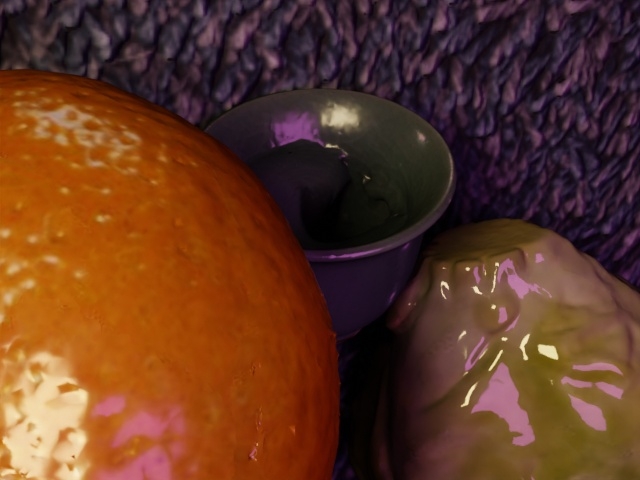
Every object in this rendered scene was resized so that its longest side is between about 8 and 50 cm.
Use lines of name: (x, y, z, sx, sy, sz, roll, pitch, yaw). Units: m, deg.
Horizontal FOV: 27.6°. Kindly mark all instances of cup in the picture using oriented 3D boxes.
cup: (0.000, 0.000, 0.985, 0.199, 0.199, 0.150, -20, 134, -21)

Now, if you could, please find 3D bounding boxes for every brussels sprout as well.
brussels sprout: (0.171, 0.126, 1.078, 0.273, 0.243, 0.317, 8, 117, -8)

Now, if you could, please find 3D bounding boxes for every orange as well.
orange: (-0.187, 0.108, 0.787, 0.424, 0.424, 0.326, -55, 158, 0)
